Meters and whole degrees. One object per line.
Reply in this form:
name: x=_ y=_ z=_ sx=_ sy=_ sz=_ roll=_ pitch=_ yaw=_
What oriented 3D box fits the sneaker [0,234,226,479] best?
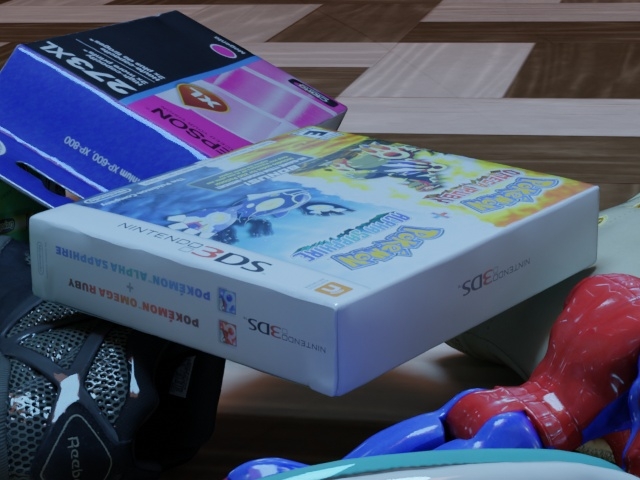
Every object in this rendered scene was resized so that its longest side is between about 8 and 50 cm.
sneaker: x=-0.118 y=0.060 z=0.797 sx=0.130 sy=0.087 sz=0.227 roll=-3 pitch=19 yaw=-11

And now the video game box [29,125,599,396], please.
video game box: x=0.000 y=0.000 z=0.763 sx=0.187 sy=0.048 sz=0.205 roll=17 pitch=26 yaw=36

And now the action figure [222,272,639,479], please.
action figure: x=0.067 y=0.109 z=0.621 sx=0.280 sy=0.139 sz=0.091 roll=-29 pitch=26 yaw=-11

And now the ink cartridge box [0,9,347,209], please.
ink cartridge box: x=-0.116 y=-0.088 z=1.190 sx=0.175 sy=0.069 sz=0.371 roll=31 pitch=22 yaw=9

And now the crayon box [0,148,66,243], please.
crayon box: x=-0.294 y=-0.015 z=1.079 sx=0.165 sy=0.081 sz=0.278 roll=2 pitch=16 yaw=12

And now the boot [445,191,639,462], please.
boot: x=0.205 y=0.028 z=0.826 sx=0.262 sy=0.095 sz=0.203 roll=-12 pitch=17 yaw=-12

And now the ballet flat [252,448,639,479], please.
ballet flat: x=-0.081 y=0.155 z=0.426 sx=0.400 sy=0.139 sz=0.139 roll=-8 pitch=17 yaw=-5
